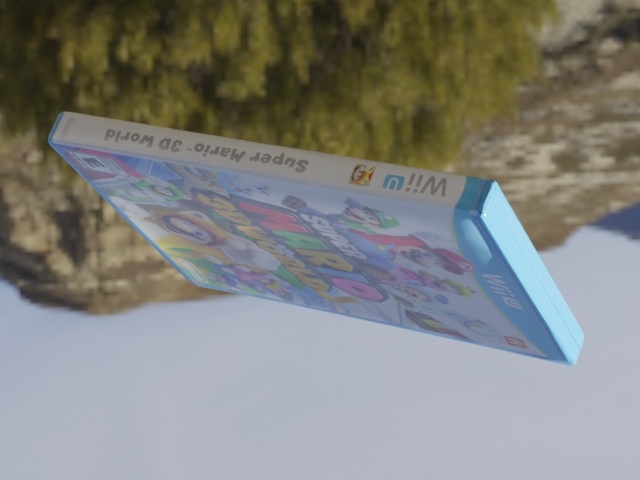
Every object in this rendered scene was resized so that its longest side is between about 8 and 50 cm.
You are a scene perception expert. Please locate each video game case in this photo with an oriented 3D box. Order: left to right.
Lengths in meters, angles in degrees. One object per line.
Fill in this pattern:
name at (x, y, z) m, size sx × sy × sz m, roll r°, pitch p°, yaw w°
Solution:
video game case at (0.000, 0.000, 0.553) m, size 0.166 × 0.015 × 0.119 m, roll 11°, pitch 158°, yaw 29°
